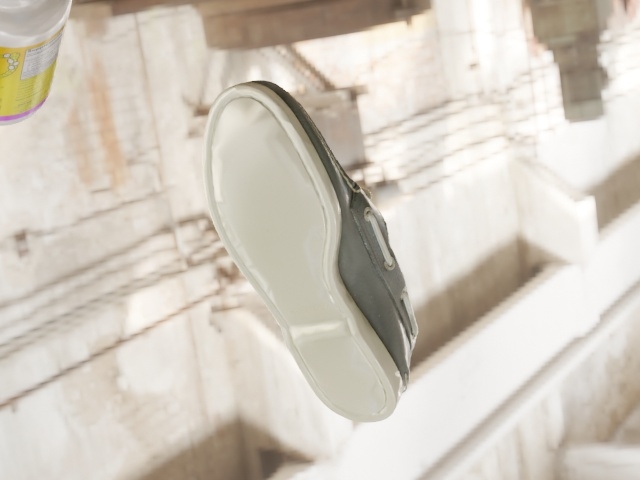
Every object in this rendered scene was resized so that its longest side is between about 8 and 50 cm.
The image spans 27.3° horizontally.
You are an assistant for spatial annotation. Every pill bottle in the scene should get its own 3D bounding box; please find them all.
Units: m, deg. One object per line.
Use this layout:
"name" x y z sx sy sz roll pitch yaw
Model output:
"pill bottle" -0.110 -0.077 0.458 0.043 0.043 0.083 -14 160 -24

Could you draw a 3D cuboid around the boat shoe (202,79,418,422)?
"boat shoe" 0.000 0.000 1.087 0.116 0.320 0.099 -5 -149 33
